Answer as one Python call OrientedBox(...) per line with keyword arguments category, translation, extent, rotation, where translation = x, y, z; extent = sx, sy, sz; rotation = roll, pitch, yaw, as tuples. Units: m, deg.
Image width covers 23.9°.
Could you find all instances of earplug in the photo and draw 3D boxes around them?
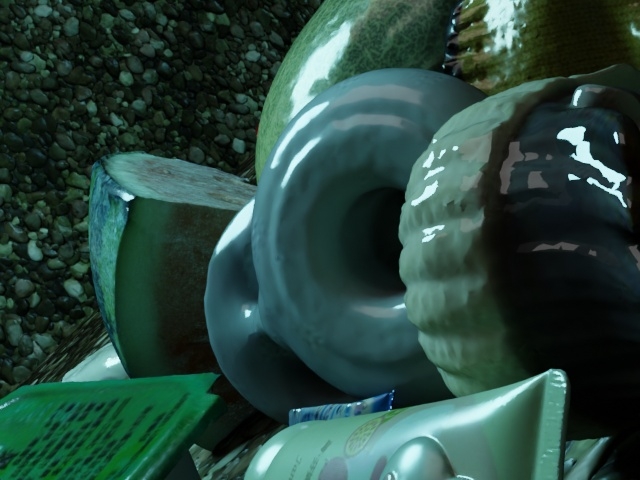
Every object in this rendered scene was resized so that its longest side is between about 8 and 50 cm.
OrientedBox(category="earplug", translation=(0.040, 0.016, 1.014), extent=(0.175, 0.214, 0.325), rotation=(-19, -12, -28))

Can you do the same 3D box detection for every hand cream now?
OrientedBox(category="hand cream", translation=(0.043, 0.138, 0.738), extent=(0.306, 0.093, 0.147), rotation=(165, 115, -69))

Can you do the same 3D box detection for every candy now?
OrientedBox(category="candy", translation=(0.007, 0.143, 0.951), extent=(0.136, 0.038, 0.088), rotation=(-21, 61, 58))

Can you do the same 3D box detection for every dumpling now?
OrientedBox(category="dumpling", translation=(-0.211, 0.144, 1.792), extent=(0.176, 0.092, 0.150), rotation=(-34, 14, 32))

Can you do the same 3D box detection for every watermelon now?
OrientedBox(category="watermelon", translation=(-0.086, 0.045, 1.351), extent=(0.292, 0.283, 0.250), rotation=(-10, 13, 29))

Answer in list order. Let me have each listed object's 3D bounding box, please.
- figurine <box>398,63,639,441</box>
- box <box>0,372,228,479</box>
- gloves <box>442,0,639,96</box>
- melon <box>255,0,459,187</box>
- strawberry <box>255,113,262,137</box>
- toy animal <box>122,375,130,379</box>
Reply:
OrientedBox(category="figurine", translation=(0.154, -0.003, 0.670), extent=(0.204, 0.185, 0.332), rotation=(-7, -3, -12))
OrientedBox(category="box", translation=(-0.222, 0.231, 1.219), extent=(0.336, 0.106, 0.264), rotation=(-9, 29, 46))
OrientedBox(category="gloves", translation=(0.240, -0.139, 0.968), extent=(0.356, 0.155, 0.203), rotation=(-17, 66, 38))
OrientedBox(category="melon", translation=(0.093, -0.108, 1.220), extent=(0.329, 0.248, 0.248), rotation=(-45, 8, 14))
OrientedBox(category="strawberry", translation=(0.029, -0.128, 1.973), extent=(0.253, 0.150, 0.280), rotation=(-21, -10, -43))
OrientedBox(category="toy animal", translation=(-0.253, 0.233, 1.556), extent=(0.312, 0.097, 0.157), rotation=(-48, 17, -29))
